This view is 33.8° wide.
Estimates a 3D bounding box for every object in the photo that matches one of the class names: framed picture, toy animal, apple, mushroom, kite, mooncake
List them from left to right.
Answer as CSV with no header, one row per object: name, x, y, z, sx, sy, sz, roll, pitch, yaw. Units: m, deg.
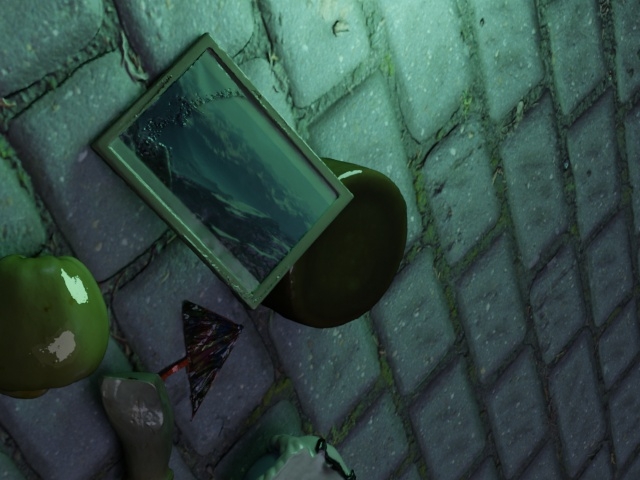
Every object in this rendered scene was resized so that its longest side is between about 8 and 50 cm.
apple,-0.368,0.113,1.374,0.200,0.200,0.200,-23,124,-40
mushroom,-0.275,0.289,1.630,0.108,0.096,0.247,-59,151,-51
kite,-0.194,0.190,1.735,0.189,0.009,0.232,-28,127,-37
framed picture,-0.134,-0.099,1.535,0.335,0.022,0.247,48,69,-17
toy animal,-0.052,0.448,1.901,0.204,0.156,0.208,-51,120,-19
mooncake,0.000,0.000,1.747,0.284,0.155,0.285,-23,124,-38
